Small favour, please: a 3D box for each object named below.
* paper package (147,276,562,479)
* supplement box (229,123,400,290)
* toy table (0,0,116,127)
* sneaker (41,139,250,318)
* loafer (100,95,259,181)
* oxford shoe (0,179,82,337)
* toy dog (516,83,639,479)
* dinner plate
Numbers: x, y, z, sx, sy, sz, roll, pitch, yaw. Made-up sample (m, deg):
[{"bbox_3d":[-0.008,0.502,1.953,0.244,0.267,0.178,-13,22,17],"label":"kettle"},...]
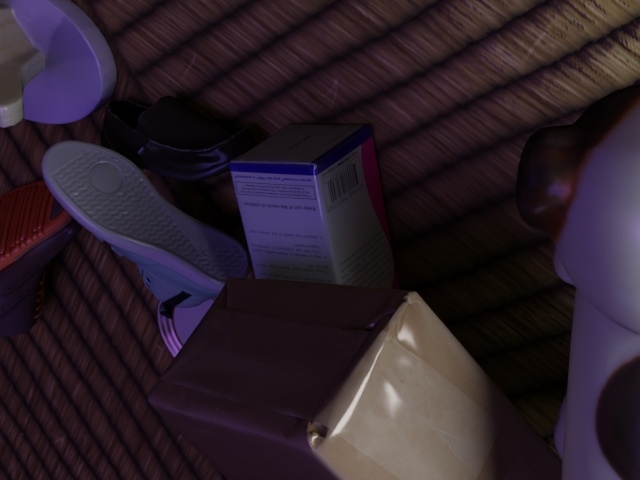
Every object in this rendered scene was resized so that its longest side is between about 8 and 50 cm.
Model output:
[{"bbox_3d":[0.044,0.196,1.174,0.325,0.168,0.309,48,156,-26],"label":"paper package"},{"bbox_3d":[0.000,0.000,1.305,0.114,0.111,0.220,4,117,35],"label":"supplement box"},{"bbox_3d":[-0.392,-0.205,1.441,0.274,0.161,0.252,11,121,32],"label":"toy table"},{"bbox_3d":[-0.216,-0.004,1.417,0.256,0.094,0.151,35,150,-11],"label":"sneaker"},{"bbox_3d":[-0.166,-0.117,1.378,0.220,0.080,0.078,6,119,34],"label":"loafer"},{"bbox_3d":[-0.400,0.038,1.639,0.133,0.130,0.364,35,132,-30],"label":"oxford shoe"},{"bbox_3d":[0.274,0.063,0.968,0.284,0.395,0.408,17,133,38],"label":"toy dog"},{"bbox_3d":[-0.140,0.112,1.535,0.141,0.017,0.141,17,125,27],"label":"dinner plate"}]
